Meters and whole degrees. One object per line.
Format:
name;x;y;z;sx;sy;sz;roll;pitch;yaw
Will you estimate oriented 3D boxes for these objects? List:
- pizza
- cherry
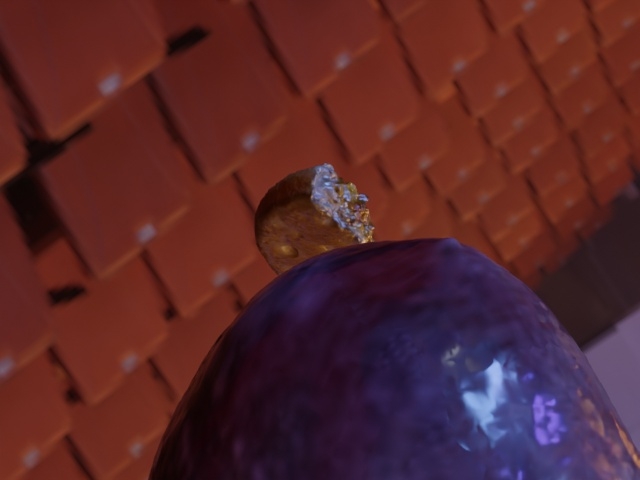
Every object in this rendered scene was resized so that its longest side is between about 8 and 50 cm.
pizza;0.002;-0.002;1.612;0.127;0.246;0.058;9;-113;23
cherry;0.029;0.121;0.691;0.213;0.266;0.184;18;-156;36
